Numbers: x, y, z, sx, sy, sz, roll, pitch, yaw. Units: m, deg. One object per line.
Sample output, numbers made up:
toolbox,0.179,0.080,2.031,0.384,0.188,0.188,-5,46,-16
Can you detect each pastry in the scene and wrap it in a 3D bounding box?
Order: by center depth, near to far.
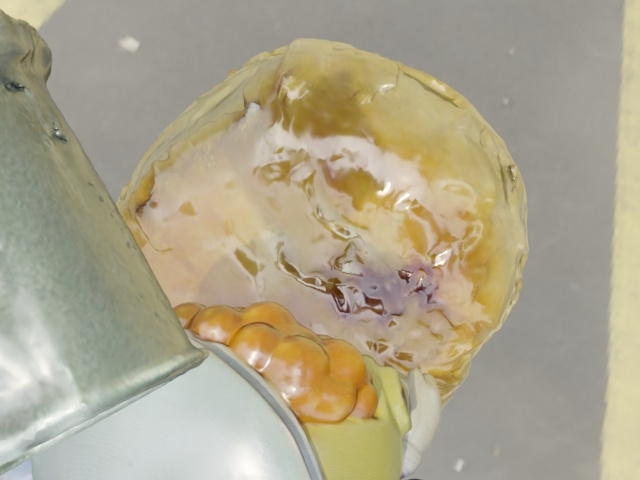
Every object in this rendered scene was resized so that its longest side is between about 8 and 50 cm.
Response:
pastry,0.000,0.000,1.512,0.410,0.245,0.409,4,111,9

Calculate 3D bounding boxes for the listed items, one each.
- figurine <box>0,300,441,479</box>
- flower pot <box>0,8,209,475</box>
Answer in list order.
figurine,0.006,0.165,0.974,0.382,0.205,0.225,16,147,-41
flower pot,-0.104,0.015,0.467,0.108,0.103,0.229,63,171,1
